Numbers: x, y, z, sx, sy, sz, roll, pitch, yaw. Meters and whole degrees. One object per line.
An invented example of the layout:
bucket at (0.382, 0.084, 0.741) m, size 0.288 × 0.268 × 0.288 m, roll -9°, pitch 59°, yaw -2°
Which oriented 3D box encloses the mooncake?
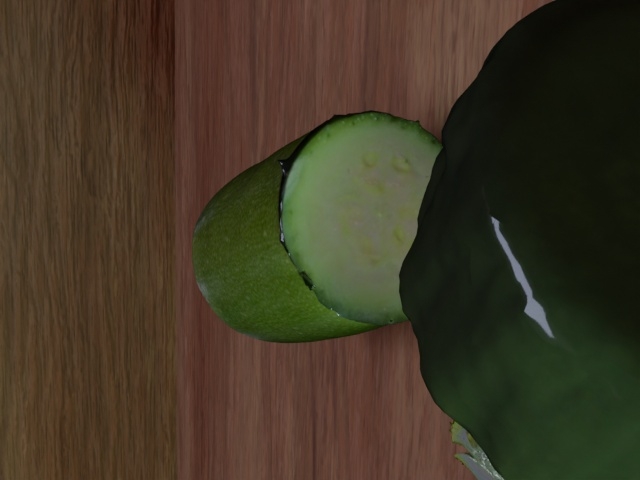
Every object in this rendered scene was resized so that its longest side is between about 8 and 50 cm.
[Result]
mooncake at (0.233, 0.015, 0.668) m, size 0.194 × 0.356 × 0.356 m, roll 114°, pitch 145°, yaw -56°

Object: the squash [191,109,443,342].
squash at (0.000, 0.000, 1.353) m, size 0.384 × 0.263 × 0.263 m, roll 159°, pitch 105°, yaw -67°

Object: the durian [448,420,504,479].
durian at (0.232, 0.235, 1.062) m, size 0.208 × 0.102 × 0.146 m, roll 53°, pitch 150°, yaw 15°
